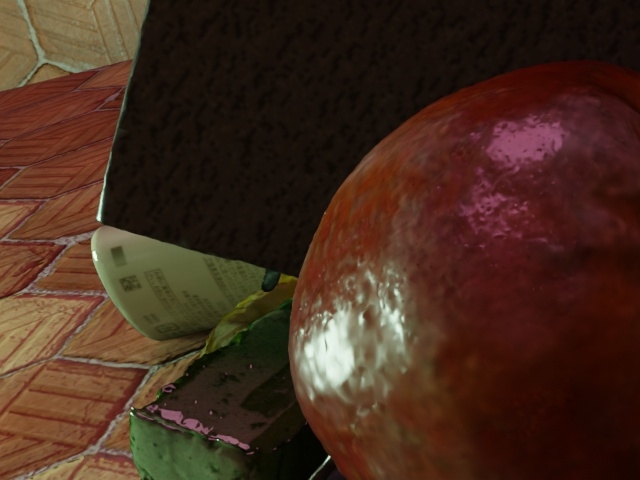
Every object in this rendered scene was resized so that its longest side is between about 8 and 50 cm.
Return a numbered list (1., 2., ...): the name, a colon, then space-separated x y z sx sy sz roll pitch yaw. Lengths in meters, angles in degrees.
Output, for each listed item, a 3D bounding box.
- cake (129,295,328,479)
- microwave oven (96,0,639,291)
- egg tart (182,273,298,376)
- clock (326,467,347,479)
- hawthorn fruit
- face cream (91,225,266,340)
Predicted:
1. cake: -0.018 0.105 1.045 0.100 0.099 0.235 20 33 24
2. microwave oven: 0.118 -0.133 1.039 0.432 0.374 0.236 15 18 -2
3. egg tart: 0.023 0.065 1.196 0.279 0.095 0.279 -14 16 4
4. clock: 0.119 0.164 0.832 0.319 0.066 0.319 -16 17 5
5. hawthorn fruit: 0.090 0.032 0.750 0.263 0.235 0.231 4 -6 15
6. face cream: 0.000 0.000 1.347 0.349 0.081 0.173 -14 -28 11
